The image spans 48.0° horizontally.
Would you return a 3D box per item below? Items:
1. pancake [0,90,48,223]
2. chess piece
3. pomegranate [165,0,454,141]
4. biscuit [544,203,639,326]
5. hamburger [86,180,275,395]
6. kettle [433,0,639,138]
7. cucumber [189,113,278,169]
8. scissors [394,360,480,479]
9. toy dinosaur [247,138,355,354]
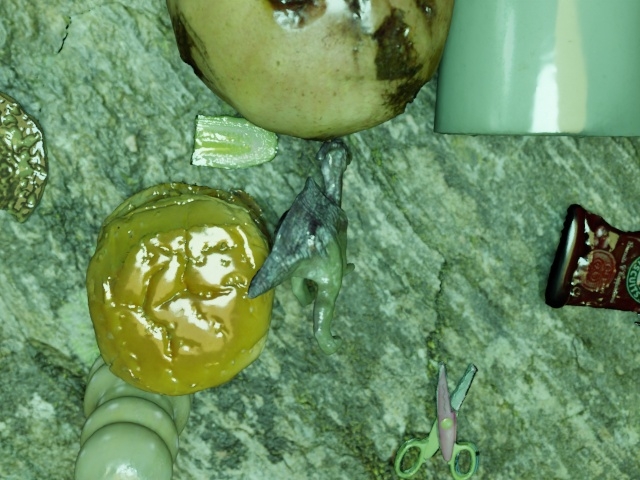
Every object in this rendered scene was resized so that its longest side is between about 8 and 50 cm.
[{"bbox_3d":[-0.421,-0.099,0.867,0.184,0.020,0.191,-23,104,-4],"label":"pancake"},{"bbox_3d":[-0.225,0.228,0.847,0.142,0.261,0.143,-2,105,-7],"label":"chess piece"},{"bbox_3d":[-0.012,-0.264,0.771,0.321,0.322,0.323,-2,102,-9],"label":"pomegranate"},{"bbox_3d":[0.423,0.043,1.013,0.235,0.063,0.152,13,100,-14],"label":"biscuit"},{"bbox_3d":[-0.161,0.051,0.860,0.244,0.163,0.245,0,100,0],"label":"hamburger"},{"bbox_3d":[0.306,-0.313,0.848,0.360,0.250,0.377,-6,101,-29],"label":"kettle"},{"bbox_3d":[-0.109,-0.121,0.906,0.107,0.035,0.067,5,90,-16],"label":"cucumber"},{"bbox_3d":[0.183,0.264,1.044,0.133,0.020,0.187,6,103,-14],"label":"scissors"},{"bbox_3d":[-0.007,0.000,0.855,0.077,0.294,0.162,-7,127,16],"label":"toy dinosaur"}]
